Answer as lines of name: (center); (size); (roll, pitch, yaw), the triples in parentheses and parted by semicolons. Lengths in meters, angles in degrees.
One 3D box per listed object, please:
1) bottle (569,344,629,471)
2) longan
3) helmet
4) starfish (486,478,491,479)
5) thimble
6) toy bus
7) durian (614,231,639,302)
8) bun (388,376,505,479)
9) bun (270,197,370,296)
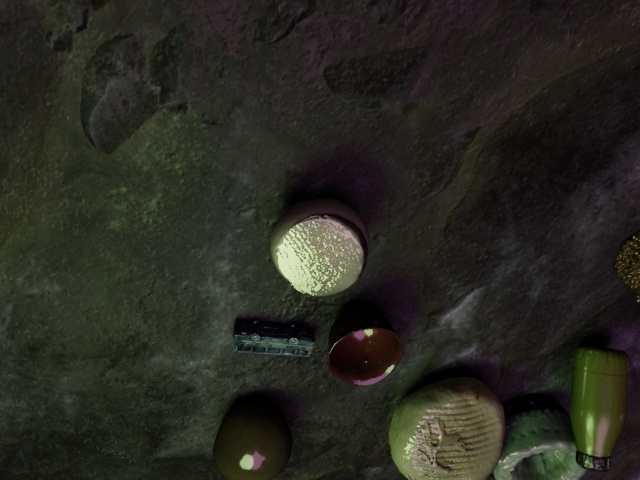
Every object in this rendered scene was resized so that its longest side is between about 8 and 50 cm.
bottle: (0.602, 0.364, 1.284); (0.112, 0.112, 0.260); (7, 86, -12)
longan: (-0.148, 0.446, 1.290); (0.189, 0.189, 0.189); (-3, 124, -5)
helmet: (0.083, 0.200, 1.180); (0.155, 0.106, 0.175); (-20, 128, 5)
starfish: (0.406, 0.639, 1.562); (0.130, 0.041, 0.133); (-3, 139, -16)
thimble: (0.503, 0.494, 1.408); (0.237, 0.150, 0.237); (-3, 124, -4)
toy bus: (-0.096, 0.200, 1.194); (0.166, 0.047, 0.065); (7, 127, -12)
durian: (0.673, 0.058, 1.169); (0.148, 0.091, 0.188); (2, 126, -9)
bun: (0.278, 0.427, 1.325); (0.273, 0.168, 0.272); (-2, 102, -10)
bun: (0.000, 0.000, 1.026); (0.173, 0.120, 0.172); (0, 120, 0)
